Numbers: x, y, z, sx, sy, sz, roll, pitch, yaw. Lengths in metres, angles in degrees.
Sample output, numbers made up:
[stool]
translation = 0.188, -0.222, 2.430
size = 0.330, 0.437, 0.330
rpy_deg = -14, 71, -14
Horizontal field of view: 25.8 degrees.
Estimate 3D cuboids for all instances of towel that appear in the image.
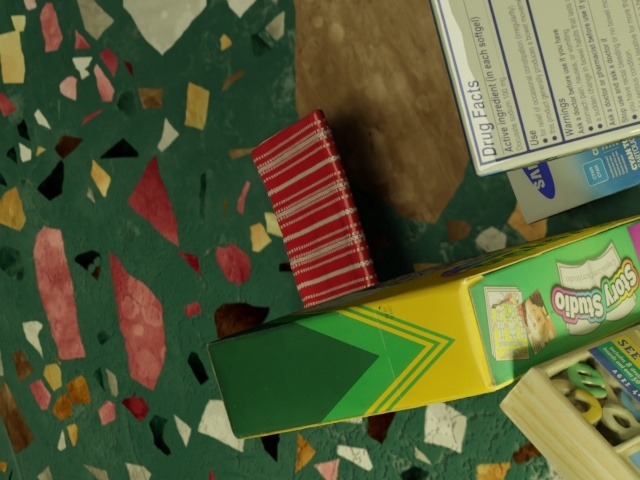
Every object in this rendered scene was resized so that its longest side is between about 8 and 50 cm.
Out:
[towel]
translation = 0.000, 0.000, 1.604
size = 0.199, 0.031, 0.275
rpy_deg = -18, 89, 66

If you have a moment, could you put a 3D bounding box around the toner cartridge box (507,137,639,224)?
[toner cartridge box]
translation = 0.224, -0.206, 1.379
size = 0.165, 0.075, 0.348
rpy_deg = -23, 87, 42

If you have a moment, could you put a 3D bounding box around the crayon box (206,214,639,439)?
[crayon box]
translation = 0.130, 0.075, 1.342
size = 0.313, 0.363, 0.106
rpy_deg = -18, 89, 41

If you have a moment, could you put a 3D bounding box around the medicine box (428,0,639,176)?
[medicine box]
translation = 0.244, -0.217, 1.226
size = 0.289, 0.149, 0.263
rpy_deg = -15, 89, 12

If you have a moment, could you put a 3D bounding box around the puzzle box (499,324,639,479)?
[puzzle box]
translation = 0.365, 0.237, 1.149
size = 0.409, 0.272, 0.052
rpy_deg = 48, 123, 23
